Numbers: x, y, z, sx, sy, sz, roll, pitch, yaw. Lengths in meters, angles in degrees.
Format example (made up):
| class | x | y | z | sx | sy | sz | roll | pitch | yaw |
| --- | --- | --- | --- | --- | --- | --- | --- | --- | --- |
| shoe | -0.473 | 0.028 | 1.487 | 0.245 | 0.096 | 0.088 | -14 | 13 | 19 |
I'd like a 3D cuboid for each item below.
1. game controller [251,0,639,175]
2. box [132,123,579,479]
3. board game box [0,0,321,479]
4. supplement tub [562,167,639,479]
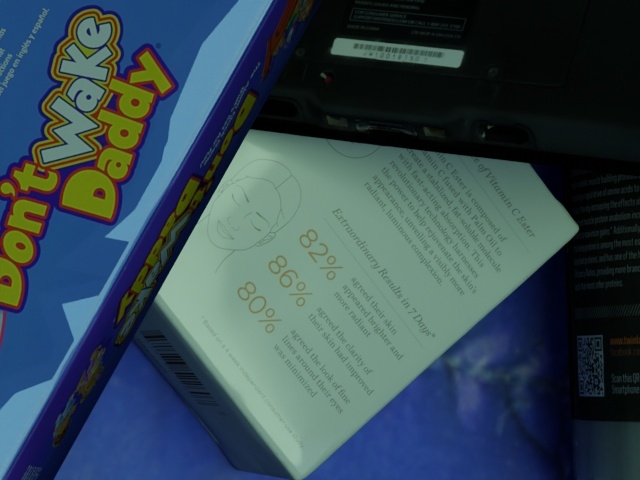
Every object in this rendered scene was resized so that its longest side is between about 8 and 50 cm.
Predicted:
| class | x | y | z | sx | sy | sz | roll | pitch | yaw |
| --- | --- | --- | --- | --- | --- | --- | --- | --- | --- |
| game controller | 0.050 | -0.112 | 0.789 | 0.319 | 0.067 | 0.166 | 8 | 72 | 23 |
| box | 0.000 | 0.000 | 0.847 | 0.170 | 0.091 | 0.130 | -40 | 100 | -18 |
| board game box | -0.165 | -0.039 | 0.722 | 0.233 | 0.078 | 0.347 | 29 | 85 | 7 |
| supplement tub | 0.204 | -0.031 | 0.873 | 0.194 | 0.193 | 0.316 | -1 | 87 | -21 |
